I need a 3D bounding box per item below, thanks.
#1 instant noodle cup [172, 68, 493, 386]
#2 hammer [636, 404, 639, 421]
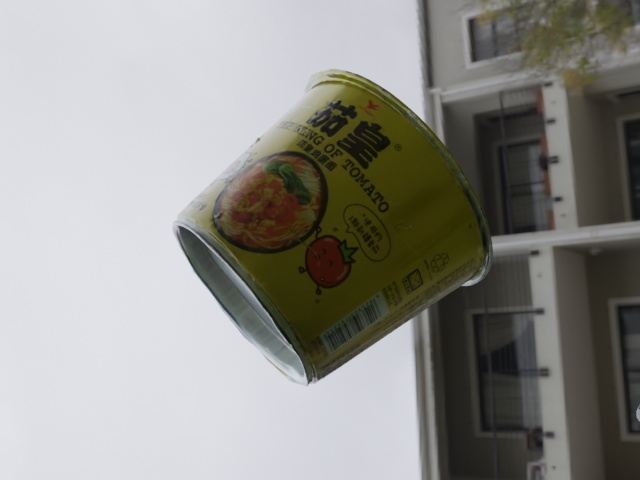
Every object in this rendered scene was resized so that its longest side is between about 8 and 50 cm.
[{"bbox_3d":[0.000,0.000,0.979,0.254,0.325,0.325,-40,-57,-16],"label":"instant noodle cup"},{"bbox_3d":[0.453,0.063,0.768,0.365,0.111,0.043,-48,-58,-2],"label":"hammer"}]
